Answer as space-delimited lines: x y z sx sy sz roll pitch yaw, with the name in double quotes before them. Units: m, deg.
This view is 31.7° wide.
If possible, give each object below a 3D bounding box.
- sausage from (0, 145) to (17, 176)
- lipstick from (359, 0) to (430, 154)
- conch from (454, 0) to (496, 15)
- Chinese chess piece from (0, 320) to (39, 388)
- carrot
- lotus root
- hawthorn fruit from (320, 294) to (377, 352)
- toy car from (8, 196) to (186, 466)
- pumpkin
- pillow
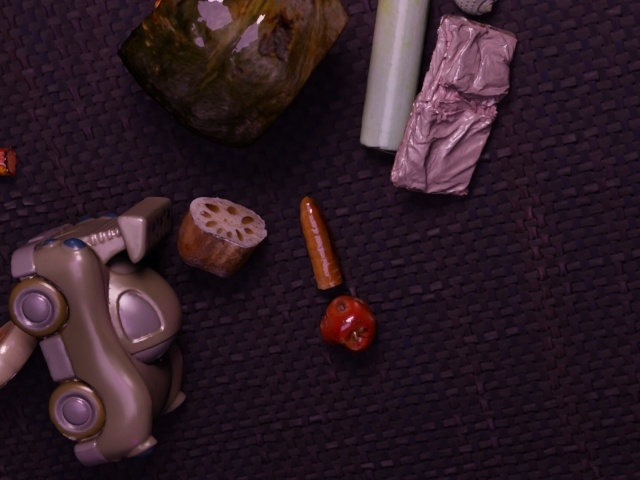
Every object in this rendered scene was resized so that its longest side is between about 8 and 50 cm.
"sausage" -0.534 -0.116 1.707 0.145 0.050 0.048 -2 99 9
"lipstick" 0.107 -0.271 1.567 0.076 0.076 0.304 8 106 5
"conch" 0.213 -0.353 1.544 0.076 0.056 0.085 -35 98 2
"Chinese chess piece" -0.491 0.177 1.737 0.122 0.122 0.051 -39 110 15
"carrot" 0.000 0.000 1.668 0.048 0.048 0.139 -14 99 11
"lotus root" -0.146 -0.007 1.652 0.122 0.112 0.081 21 126 -9
"hawthorn fruit" 0.043 0.127 1.670 0.093 0.093 0.093 2 104 7
"toy car" -0.285 0.127 1.642 0.226 0.242 0.336 -18 100 9
"pumpkin" -0.122 -0.270 1.502 0.225 0.303 0.256 37 79 -10
"pillow" 0.190 -0.180 1.567 0.135 0.049 0.248 10 107 -30
